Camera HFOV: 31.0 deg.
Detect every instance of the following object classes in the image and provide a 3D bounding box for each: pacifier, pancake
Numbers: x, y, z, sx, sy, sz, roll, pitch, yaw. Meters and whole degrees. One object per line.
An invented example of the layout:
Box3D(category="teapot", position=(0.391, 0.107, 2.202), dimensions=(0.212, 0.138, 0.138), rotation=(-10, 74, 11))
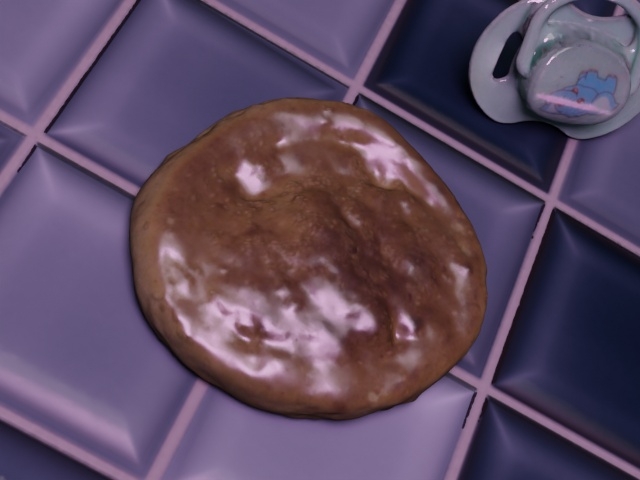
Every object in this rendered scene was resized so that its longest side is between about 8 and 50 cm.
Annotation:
Box3D(category="pacifier", position=(0.180, -0.144, 0.856), dimensions=(0.150, 0.126, 0.116), rotation=(5, 39, -12))
Box3D(category="pancake", position=(0.000, 0.000, 0.736), dimensions=(0.242, 0.050, 0.241), rotation=(10, 61, -18))
